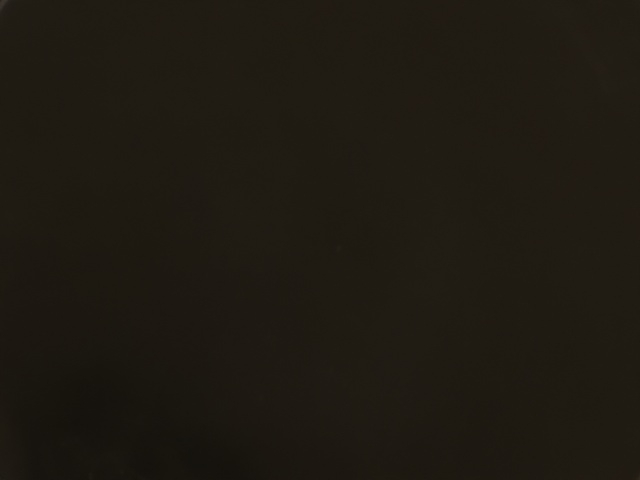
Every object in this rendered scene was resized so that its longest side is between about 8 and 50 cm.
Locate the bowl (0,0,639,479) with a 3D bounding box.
[{"bbox_3d":[0.000,0.000,0.838,0.391,0.391,0.077,-49,-166,-6],"label":"bowl"}]
